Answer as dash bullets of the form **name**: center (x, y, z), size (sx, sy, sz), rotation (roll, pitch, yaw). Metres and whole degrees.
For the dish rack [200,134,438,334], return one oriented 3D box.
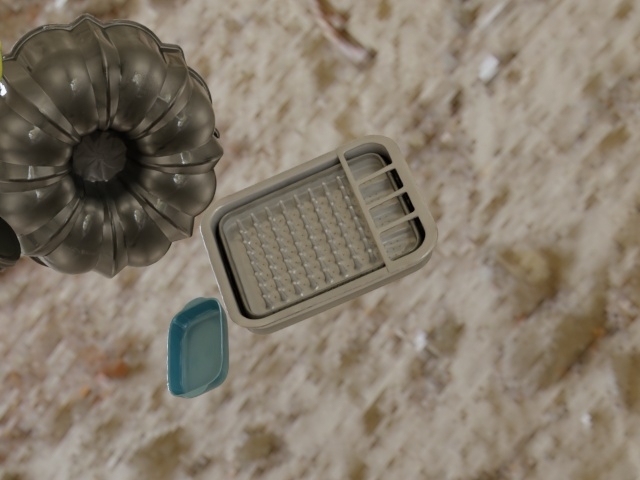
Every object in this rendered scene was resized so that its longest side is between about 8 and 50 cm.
- **dish rack**: center (0.000, 0.000, 2.398), size (0.333, 0.072, 0.285), rotation (-23, 47, 1)

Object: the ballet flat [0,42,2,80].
- **ballet flat**: center (-0.382, -0.126, 1.353), size (0.231, 0.077, 0.077), rotation (-18, 29, -10)

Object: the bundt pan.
- **bundt pan**: center (-0.266, -0.098, 1.907), size (0.331, 0.331, 0.124), rotation (-49, 28, 3)

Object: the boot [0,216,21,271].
- **boot**: center (-0.466, 0.049, 1.787), size (0.263, 0.091, 0.229), rotation (30, 96, 36)

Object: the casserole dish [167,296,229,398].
- **casserole dish**: center (-0.194, 0.178, 2.563), size (0.114, 0.037, 0.188), rotation (-26, 47, 25)
